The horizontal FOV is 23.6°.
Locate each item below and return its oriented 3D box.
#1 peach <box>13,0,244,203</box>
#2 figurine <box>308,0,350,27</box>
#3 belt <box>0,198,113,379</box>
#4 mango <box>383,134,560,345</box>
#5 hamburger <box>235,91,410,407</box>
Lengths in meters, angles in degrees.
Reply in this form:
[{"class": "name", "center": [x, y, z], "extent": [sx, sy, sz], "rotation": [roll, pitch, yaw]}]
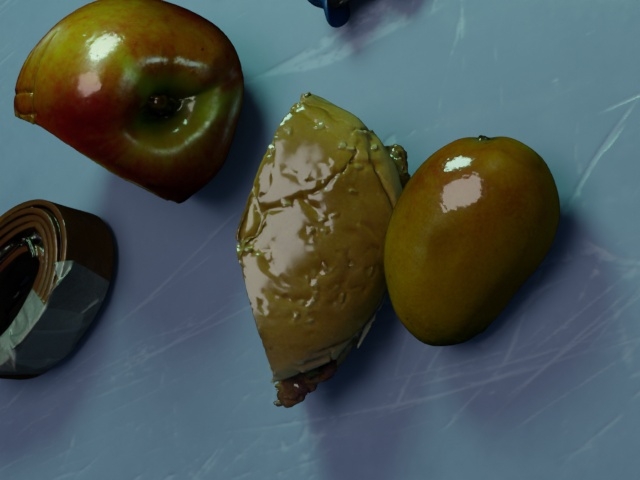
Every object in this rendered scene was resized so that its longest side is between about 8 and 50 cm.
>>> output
[{"class": "peach", "center": [-0.220, -0.169, 1.790], "extent": [0.245, 0.248, 0.275], "rotation": [-45, 30, -21]}, {"class": "figurine", "center": [0.044, -0.300, 1.695], "extent": [0.149, 0.087, 0.086], "rotation": [-23, 28, 33]}, {"class": "belt", "center": [-0.371, 0.069, 1.924], "extent": [0.261, 0.105, 0.184], "rotation": [-42, 58, 24]}, {"class": "mango", "center": [0.139, -0.003, 1.499], "extent": [0.151, 0.120, 0.221], "rotation": [40, 110, 9]}, {"class": "hamburger", "center": [0.000, 0.000, 1.603], "extent": [0.245, 0.155, 0.282], "rotation": [-29, 79, 10]}]
